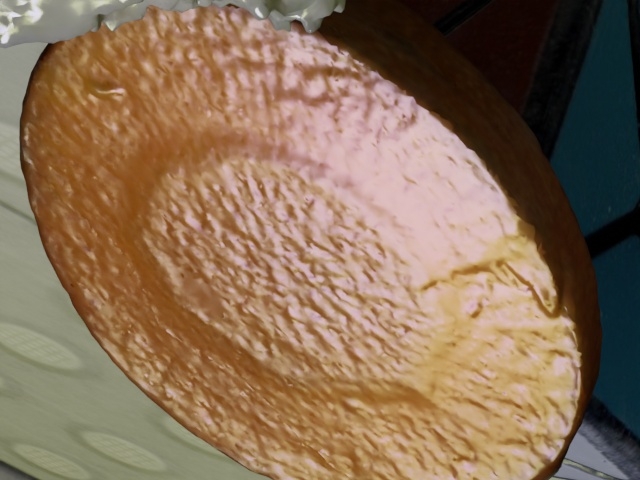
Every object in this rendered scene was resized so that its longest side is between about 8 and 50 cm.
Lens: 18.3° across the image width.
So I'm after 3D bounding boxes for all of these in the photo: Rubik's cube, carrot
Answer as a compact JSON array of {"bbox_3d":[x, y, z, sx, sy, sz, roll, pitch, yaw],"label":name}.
[{"bbox_3d":[0.085,-0.023,1.151,0.255,0.259,0.260,7,158,37],"label":"Rubik's cube"},{"bbox_3d":[0.000,0.000,0.937,0.307,0.100,0.258,42,134,-2],"label":"carrot"}]

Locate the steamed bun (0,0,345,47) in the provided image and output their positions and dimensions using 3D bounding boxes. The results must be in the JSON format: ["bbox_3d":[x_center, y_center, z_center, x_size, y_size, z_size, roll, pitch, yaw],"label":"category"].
[{"bbox_3d":[-0.123,-0.200,0.800,0.290,0.272,0.273,55,177,45],"label":"steamed bun"}]
